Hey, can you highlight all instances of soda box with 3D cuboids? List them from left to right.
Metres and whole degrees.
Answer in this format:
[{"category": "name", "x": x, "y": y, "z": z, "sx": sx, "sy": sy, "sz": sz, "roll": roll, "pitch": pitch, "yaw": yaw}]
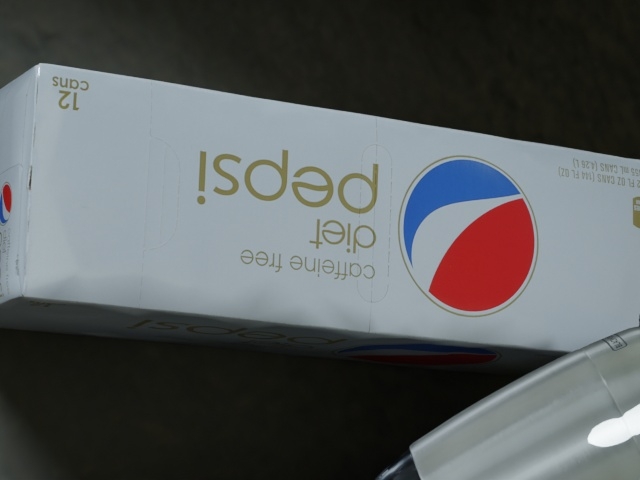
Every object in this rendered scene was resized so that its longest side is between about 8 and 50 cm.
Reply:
[{"category": "soda box", "x": 0.000, "y": 0.000, "z": 0.557, "sx": 0.216, "sy": 0.074, "sz": 0.069, "roll": 7, "pitch": 79, "yaw": -26}]

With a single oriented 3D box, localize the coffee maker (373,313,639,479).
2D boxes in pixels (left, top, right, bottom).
[{"category": "coffee maker", "x": 0.052, "y": 0.127, "z": 0.504, "sx": 0.178, "sy": 0.120, "sz": 0.171, "roll": -24, "pitch": 69, "yaw": 1}]
